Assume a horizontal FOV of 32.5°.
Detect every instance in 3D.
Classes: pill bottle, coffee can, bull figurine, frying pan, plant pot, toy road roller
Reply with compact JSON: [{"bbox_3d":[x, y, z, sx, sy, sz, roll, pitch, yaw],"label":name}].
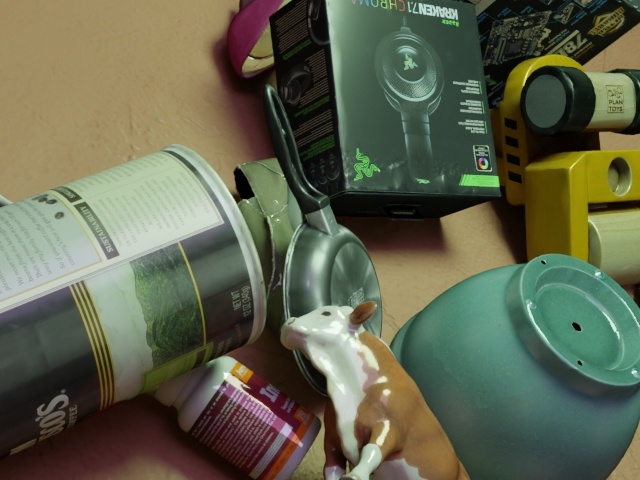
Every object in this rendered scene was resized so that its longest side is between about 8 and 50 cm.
[{"bbox_3d":[-0.082,0.168,1.070,0.152,0.086,0.086,35,41,0],"label":"pill bottle"},{"bbox_3d":[-0.215,0.052,0.954,0.275,0.201,0.201,-24,66,-27],"label":"coffee can"},{"bbox_3d":[0.060,0.205,1.044,0.310,0.101,0.188,53,38,-25],"label":"bull figurine"},{"bbox_3d":[0.013,0.005,1.190,0.197,0.053,0.326,12,74,-63],"label":"frying pan"},{"bbox_3d":[0.245,0.139,1.230,0.293,0.196,0.293,18,43,-18],"label":"plant pot"},{"bbox_3d":[0.334,-0.095,1.551,0.202,0.240,0.329,-5,92,-37],"label":"toy road roller"}]

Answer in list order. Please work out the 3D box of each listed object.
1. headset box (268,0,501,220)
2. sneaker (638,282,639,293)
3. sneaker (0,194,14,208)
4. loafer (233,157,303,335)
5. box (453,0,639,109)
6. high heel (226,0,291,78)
[{"bbox_3d":[0.082,-0.159,1.390,0.246,0.131,0.283,1,78,-33],"label":"headset box"},{"bbox_3d":[0.523,0.038,1.606,0.110,0.107,0.275,41,42,-22],"label":"sneaker"},{"bbox_3d":[-0.284,0.022,1.078,0.237,0.086,0.085,39,39,3],"label":"sneaker"},{"bbox_3d":[-0.064,0.003,1.250,0.087,0.094,0.251,5,45,-11],"label":"loafer"},{"bbox_3d":[0.251,-0.313,1.552,0.293,0.295,0.073,20,50,-31],"label":"box"},{"bbox_3d":[0.039,-0.343,1.449,0.127,0.377,0.181,41,29,-30],"label":"high heel"}]
